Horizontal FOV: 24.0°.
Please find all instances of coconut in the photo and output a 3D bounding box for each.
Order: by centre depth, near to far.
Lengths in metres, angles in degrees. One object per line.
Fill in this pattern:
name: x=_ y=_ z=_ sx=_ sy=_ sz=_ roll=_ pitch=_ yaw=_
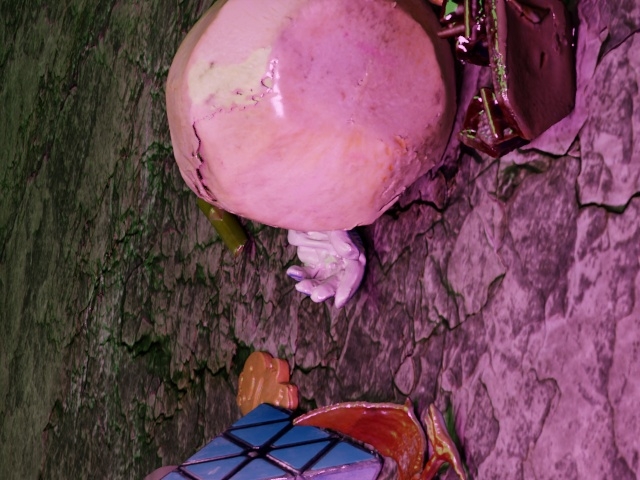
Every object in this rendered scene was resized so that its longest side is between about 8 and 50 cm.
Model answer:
coconut: x=-0.018 y=-0.172 z=1.794 sx=0.352 sy=0.352 sz=0.353 roll=-30 pitch=56 yaw=60

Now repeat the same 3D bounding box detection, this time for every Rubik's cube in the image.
Rubik's cube: x=-0.064 y=0.328 z=1.923 sx=0.233 sy=0.228 sz=0.229 roll=-52 pitch=-18 yaw=-13

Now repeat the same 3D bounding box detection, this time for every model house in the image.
model house: x=0.178 y=-0.190 z=1.576 sx=0.164 sy=0.141 sz=0.203 roll=-7 pitch=78 yaw=54

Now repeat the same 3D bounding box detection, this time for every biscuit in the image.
biscuit: x=-0.078 y=0.219 z=2.133 sx=0.184 sy=0.027 sz=0.133 roll=-120 pitch=43 yaw=-53

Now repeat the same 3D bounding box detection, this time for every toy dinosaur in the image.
toy dinosaur: x=0.083 y=0.302 z=1.666 sx=0.206 sy=0.113 sz=0.327 roll=-51 pitch=41 yaw=48

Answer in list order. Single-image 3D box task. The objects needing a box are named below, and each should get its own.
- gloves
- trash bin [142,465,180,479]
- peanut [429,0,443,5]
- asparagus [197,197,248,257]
gloves: x=0.005 y=-0.002 z=1.941 sx=0.119 sy=0.097 sz=0.229 roll=115 pitch=155 yaw=-42
trash bin: x=-0.173 y=0.461 z=2.059 sx=0.220 sy=0.219 sz=0.250 roll=-54 pitch=28 yaw=43
peanut: x=0.157 y=-0.370 z=1.735 sx=0.087 sy=0.087 sz=0.207 roll=6 pitch=86 yaw=65
asparagus: x=-0.145 y=-0.024 z=2.333 sx=0.178 sy=0.041 sz=0.045 roll=-127 pitch=26 yaw=-51
